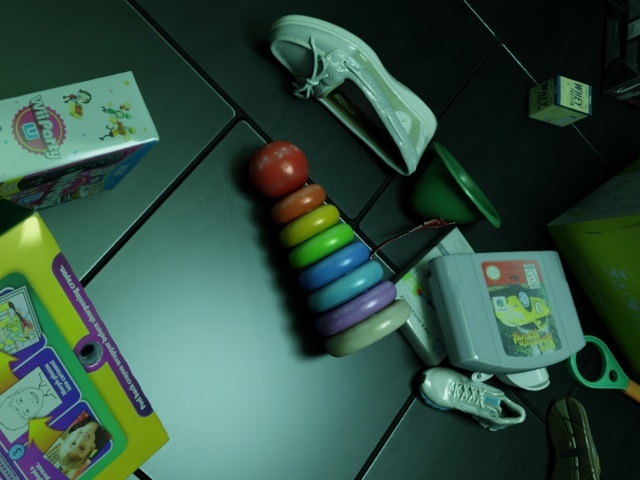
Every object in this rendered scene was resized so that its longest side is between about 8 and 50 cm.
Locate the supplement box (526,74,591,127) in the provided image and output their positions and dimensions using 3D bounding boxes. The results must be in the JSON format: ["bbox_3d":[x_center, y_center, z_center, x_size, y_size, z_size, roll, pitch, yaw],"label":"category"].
[{"bbox_3d":[0.434,-0.251,1.646,0.083,0.083,0.056,11,74,-26],"label":"supplement box"}]

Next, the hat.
[{"bbox_3d":[0.168,-0.044,1.491,0.208,0.183,0.173,34,22,-49],"label":"hat"}]

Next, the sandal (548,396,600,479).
[{"bbox_3d":[0.430,0.377,1.525,0.060,0.090,0.219,18,63,-47],"label":"sandal"}]

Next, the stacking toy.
[{"bbox_3d":[0.000,0.000,1.339,0.141,0.141,0.330,-28,90,-30],"label":"stacking toy"}]

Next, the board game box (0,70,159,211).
[{"bbox_3d":[-0.378,-0.092,1.099,0.303,0.224,0.097,-22,88,-30],"label":"board game box"}]

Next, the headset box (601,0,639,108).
[{"bbox_3d":[0.709,-0.360,1.801,0.293,0.110,0.218,15,73,-25],"label":"headset box"}]

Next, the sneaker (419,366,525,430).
[{"bbox_3d":[0.246,0.248,1.442,0.191,0.083,0.071,23,71,-21],"label":"sneaker"}]

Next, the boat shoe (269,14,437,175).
[{"bbox_3d":[0.047,-0.229,1.419,0.320,0.118,0.103,37,60,-24],"label":"boat shoe"}]

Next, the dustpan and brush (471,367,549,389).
[{"bbox_3d":[0.306,0.195,1.488,0.211,0.060,0.147,-18,88,-34],"label":"dustpan and brush"}]

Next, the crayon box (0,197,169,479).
[{"bbox_3d":[-0.383,0.190,1.026,0.313,0.106,0.363,-40,125,-28],"label":"crayon box"}]

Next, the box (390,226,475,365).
[{"bbox_3d":[0.197,0.089,1.474,0.186,0.038,0.145,-40,98,-28],"label":"box"}]

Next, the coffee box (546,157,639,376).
[{"bbox_3d":[0.660,0.018,1.530,0.334,0.338,0.337,-34,96,-14],"label":"coffee box"}]

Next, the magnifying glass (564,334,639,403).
[{"bbox_3d":[0.529,0.248,1.626,0.231,0.026,0.092,33,66,-19],"label":"magnifying glass"}]

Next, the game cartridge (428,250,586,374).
[{"bbox_3d":[0.310,0.116,1.465,0.294,0.060,0.196,-2,75,-37],"label":"game cartridge"}]
